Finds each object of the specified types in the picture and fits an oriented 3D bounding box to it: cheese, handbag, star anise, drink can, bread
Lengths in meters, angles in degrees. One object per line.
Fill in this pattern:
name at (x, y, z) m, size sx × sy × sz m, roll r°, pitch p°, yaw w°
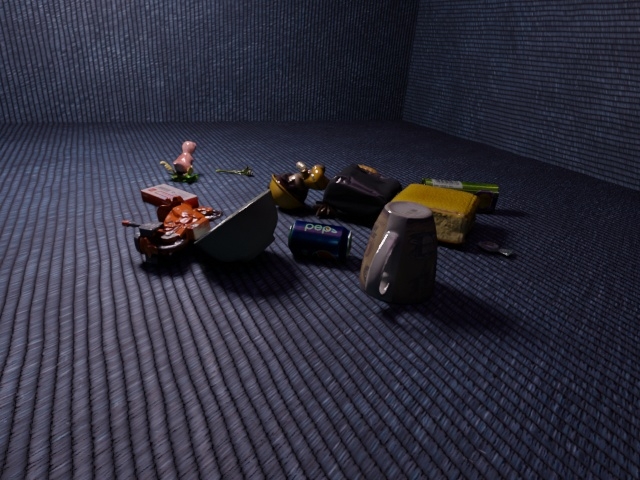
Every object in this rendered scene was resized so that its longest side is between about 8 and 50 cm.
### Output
cheese at (0.645, 0.029, 1.587) m, size 0.121 × 0.026 × 0.067 m, roll 20°, pitch 29°, yaw 30°
handbag at (0.183, -0.189, 1.810) m, size 0.275 × 0.178 × 0.302 m, roll 29°, pitch 28°, yaw 10°
star anise at (0.026, -0.141, 1.807) m, size 0.124 × 0.056 × 0.129 m, roll 1°, pitch 40°, yaw -14°
drink can at (0.000, 0.000, 1.429) m, size 0.205 × 0.118 × 0.118 m, roll 7°, pitch 25°, yaw 8°
bread at (0.452, -0.112, 1.724) m, size 0.324 × 0.143 × 0.333 m, roll 15°, pitch 27°, yaw 24°

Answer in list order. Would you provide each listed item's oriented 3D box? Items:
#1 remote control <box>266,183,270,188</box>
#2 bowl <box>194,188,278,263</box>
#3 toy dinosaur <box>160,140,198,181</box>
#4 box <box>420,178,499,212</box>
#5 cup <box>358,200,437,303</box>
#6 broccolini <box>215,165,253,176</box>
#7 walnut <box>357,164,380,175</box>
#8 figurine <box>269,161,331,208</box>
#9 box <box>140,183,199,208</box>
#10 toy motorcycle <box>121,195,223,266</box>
remote control at (-0.214, -0.254, 2.064) m, size 0.091 × 0.016 × 0.034 m, roll 13°, pitch 42°, yaw 19°
bowl at (-0.237, -0.021, 1.348) m, size 0.289 × 0.146 × 0.289 m, roll -34°, pitch 10°, yaw 7°
toy dinosaur at (-0.647, -0.377, 2.064) m, size 0.152 × 0.177 × 0.194 m, roll 15°, pitch 28°, yaw 23°
box at (0.629, -0.208, 1.975) m, size 0.346 × 0.134 × 0.097 m, roll 4°, pitch 29°, yaw 0°
cup at (0.213, 0.035, 1.231) m, size 0.227 × 0.257 × 0.301 m, roll 16°, pitch 29°, yaw 29°
broccolini at (-0.445, -0.355, 2.233) m, size 0.194 × 0.054 × 0.052 m, roll -3°, pitch -5°, yaw 0°
walnut at (0.195, -0.278, 2.031) m, size 0.207 × 0.159 × 0.159 m, roll 13°, pitch 25°, yaw 2°
figurine at (-0.092, -0.225, 1.792) m, size 0.257 × 0.192 × 0.167 m, roll -19°, pitch 51°, yaw 25°
box at (-0.624, -0.175, 1.780) m, size 0.229 × 0.050 × 0.123 m, roll 19°, pitch 30°, yaw 28°
toy motorcycle at (-0.482, -0.045, 1.404) m, size 0.221 × 0.147 × 0.325 m, roll 6°, pitch 27°, yaw 19°
